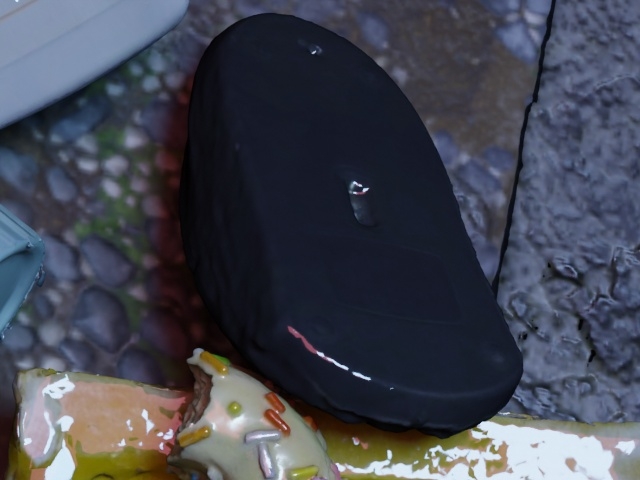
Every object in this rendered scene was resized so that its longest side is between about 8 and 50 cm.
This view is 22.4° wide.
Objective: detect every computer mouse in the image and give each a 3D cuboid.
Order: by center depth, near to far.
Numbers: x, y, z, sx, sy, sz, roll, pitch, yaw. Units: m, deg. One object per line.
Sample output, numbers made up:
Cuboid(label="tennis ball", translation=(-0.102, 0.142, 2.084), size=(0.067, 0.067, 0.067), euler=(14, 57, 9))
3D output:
Cuboid(label="computer mouse", translation=(0.000, 0.000, 0.796), size=(0.138, 0.086, 0.269), euler=(10, 41, -28))

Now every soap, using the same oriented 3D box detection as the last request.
Cuboid(label="soap", translation=(-0.001, 0.174, 0.768), size=(0.315, 0.091, 0.199), euler=(5, 73, -7))

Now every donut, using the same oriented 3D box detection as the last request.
Cuboid(label="donut", translation=(-0.039, 0.137, 0.694), size=(0.108, 0.065, 0.166), euler=(25, 71, 0))

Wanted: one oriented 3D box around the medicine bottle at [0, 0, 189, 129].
Cuboid(label="medicine bottle", translation=(-0.194, -0.207, 0.781), size=(0.161, 0.111, 0.296), euler=(-33, 112, -10))

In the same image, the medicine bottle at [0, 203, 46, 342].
Cuboid(label="medicine bottle", translation=(-0.292, -0.043, 0.758), size=(0.318, 0.158, 0.158), euler=(38, 72, 5))
